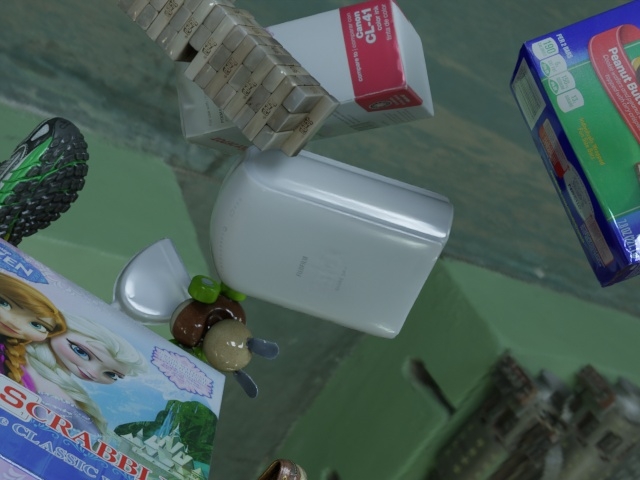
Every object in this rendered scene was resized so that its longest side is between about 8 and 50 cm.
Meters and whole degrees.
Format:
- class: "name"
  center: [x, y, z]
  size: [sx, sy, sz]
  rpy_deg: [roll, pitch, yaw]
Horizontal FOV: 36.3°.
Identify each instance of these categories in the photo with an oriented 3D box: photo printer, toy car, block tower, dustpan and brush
- class: "photo printer"
  center: [0.000, 0.000, 1.349]
  size: [0.307, 0.107, 0.256]
  rpy_deg: [18, 139, -3]
- class: "toy car"
  center: [-0.146, 0.169, 1.625]
  size: [0.149, 0.188, 0.155]
  rpy_deg: [0, 119, -53]
- class: "block tower"
  center: [-0.132, -0.245, 1.165]
  size: [0.091, 0.335, 0.097]
  rpy_deg: [-48, 173, 20]
- class: "dustpan and brush"
  center: [-0.334, 0.102, 1.726]
  size: [0.211, 0.147, 0.060]
  rpy_deg: [-25, 177, -21]

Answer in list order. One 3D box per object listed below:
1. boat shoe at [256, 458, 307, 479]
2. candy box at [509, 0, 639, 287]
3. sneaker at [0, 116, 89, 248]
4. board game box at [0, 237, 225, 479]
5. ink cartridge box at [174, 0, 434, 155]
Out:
- class: "boat shoe"
  center: [-0.096, 0.381, 1.382]
  size: [0.178, 0.064, 0.060]
  rpy_deg: [-50, 134, -6]
- class: "candy box"
  center: [0.408, -0.133, 1.061]
  size: [0.317, 0.268, 0.122]
  rpy_deg: [-21, 167, -5]
- class: "sneaker"
  center: [-0.448, -0.063, 1.311]
  size: [0.343, 0.146, 0.134]
  rpy_deg: [-35, 170, 27]
- class: "board game box"
  center: [-0.231, 0.110, 0.764]
  size: [0.318, 0.318, 0.066]
  rpy_deg: [33, 102, -10]
- class: "ink cartridge box"
  center: [-0.017, -0.214, 1.335]
  size: [0.306, 0.131, 0.226]
  rpy_deg: [-9, 176, 14]
